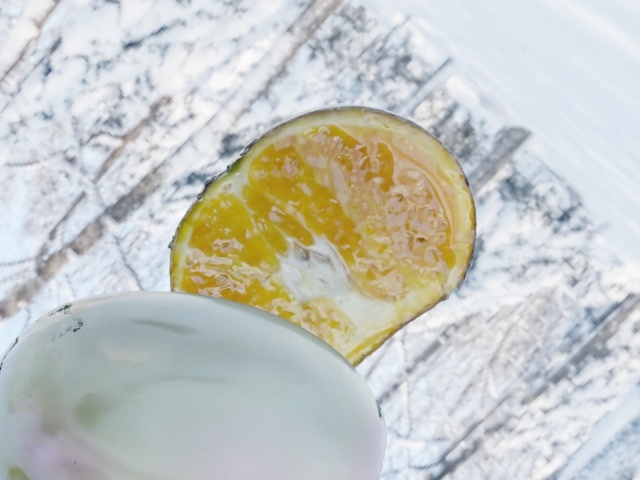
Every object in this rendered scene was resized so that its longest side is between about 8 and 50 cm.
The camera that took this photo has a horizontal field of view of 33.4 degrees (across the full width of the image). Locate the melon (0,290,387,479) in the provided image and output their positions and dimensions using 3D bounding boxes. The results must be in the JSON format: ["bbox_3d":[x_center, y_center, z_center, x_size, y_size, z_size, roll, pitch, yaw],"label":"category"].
[{"bbox_3d":[-0.108,0.152,0.823,0.317,0.223,0.223,10,-165,-5],"label":"melon"}]

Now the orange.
[{"bbox_3d":[0.004,0.001,1.109,0.274,0.310,0.274,21,-129,-28],"label":"orange"}]
